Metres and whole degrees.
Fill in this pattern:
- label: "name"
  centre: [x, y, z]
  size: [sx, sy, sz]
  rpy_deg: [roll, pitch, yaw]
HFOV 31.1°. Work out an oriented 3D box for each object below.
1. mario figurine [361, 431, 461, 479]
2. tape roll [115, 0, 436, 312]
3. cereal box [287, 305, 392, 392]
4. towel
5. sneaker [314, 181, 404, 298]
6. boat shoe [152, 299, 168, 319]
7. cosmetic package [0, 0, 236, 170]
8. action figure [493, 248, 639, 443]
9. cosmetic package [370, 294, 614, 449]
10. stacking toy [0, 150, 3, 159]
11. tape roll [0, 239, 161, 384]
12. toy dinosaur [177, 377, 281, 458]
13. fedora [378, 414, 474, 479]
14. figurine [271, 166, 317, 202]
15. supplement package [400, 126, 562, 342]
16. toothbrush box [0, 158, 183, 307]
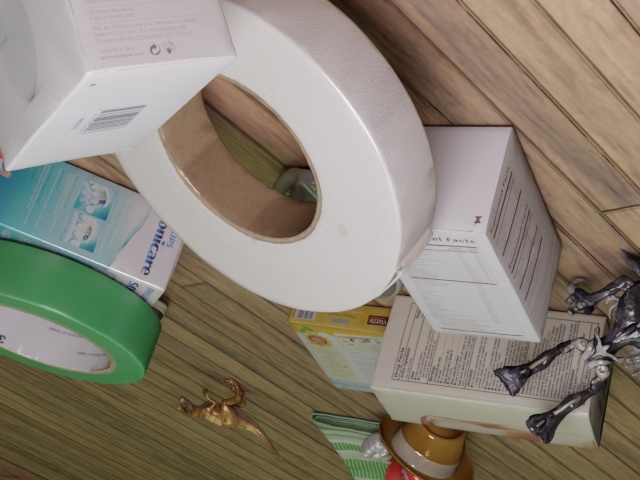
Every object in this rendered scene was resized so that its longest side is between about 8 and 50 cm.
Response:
- label: "mario figurine"
  centre: [0.151, 0.463, 2.073]
  size: [0.198, 0.170, 0.320]
  rpy_deg: [17, 155, 8]
- label: "tape roll"
  centre: [-0.063, -0.096, 1.144]
  size: [0.392, 0.072, 0.392]
  rpy_deg: [26, 142, 23]
- label: "cereal box"
  centre: [0.069, 0.170, 1.764]
  size: [0.173, 0.047, 0.240]
  rpy_deg: [5, 152, 23]
- label: "towel"
  centre: [0.138, 0.427, 2.231]
  size: [0.248, 0.038, 0.325]
  rpy_deg: [6, 152, 22]
- label: "sneaker"
  centre: [0.063, -0.055, 1.316]
  size: [0.083, 0.118, 0.222]
  rpy_deg: [1, 120, 30]
- label: "boat shoe"
  centre: [-0.350, 0.150, 1.924]
  size: [0.103, 0.092, 0.285]
  rpy_deg: [33, 150, -28]
- label: "cosmetic package"
  centre: [-0.204, -0.207, 0.976]
  size: [0.138, 0.224, 0.224]
  rpy_deg: [-14, 172, -34]
- label: "action figure"
  centre: [0.347, 0.116, 1.377]
  size: [0.164, 0.276, 0.141]
  rpy_deg: [54, -168, 3]
- label: "cosmetic package"
  centre: [0.238, 0.178, 1.567]
  size: [0.296, 0.153, 0.129]
  rpy_deg: [6, 151, 23]
- label: "stacking toy"
  centre: [-0.445, -0.195, 1.277]
  size: [0.309, 0.130, 0.279]
  rpy_deg: [4, 151, 25]
- label: "tape roll"
  centre: [-0.385, 0.104, 1.600]
  size: [0.321, 0.077, 0.321]
  rpy_deg: [14, 155, 7]
- label: "toy dinosaur"
  centre: [-0.163, 0.323, 2.124]
  size: [0.212, 0.112, 0.064]
  rpy_deg: [21, 153, -9]
- label: "fedora"
  centre: [0.193, 0.332, 1.930]
  size: [0.194, 0.194, 0.079]
  rpy_deg: [25, 114, -15]
- label: "figurine"
  centre: [0.000, 0.000, 1.454]
  size: [0.209, 0.092, 0.215]
  rpy_deg: [24, 153, -30]
- label: "supplement package"
  centre: [0.167, -0.004, 1.273]
  size: [0.139, 0.133, 0.244]
  rpy_deg: [4, 151, 27]
- label: "toothbrush box"
  centre: [-0.355, -0.005, 1.596]
  size: [0.296, 0.126, 0.216]
  rpy_deg: [23, 154, -14]
